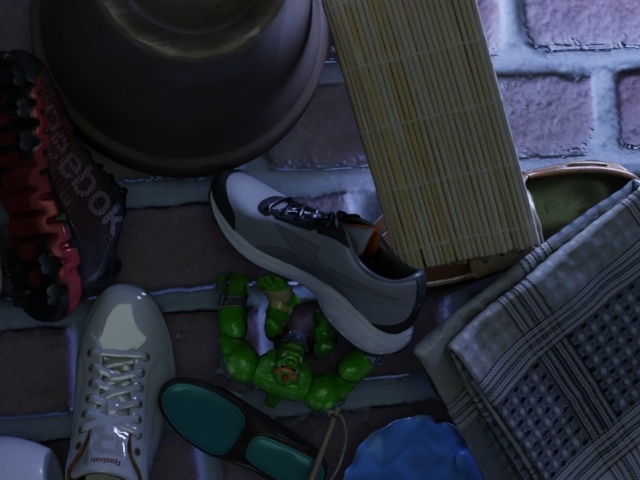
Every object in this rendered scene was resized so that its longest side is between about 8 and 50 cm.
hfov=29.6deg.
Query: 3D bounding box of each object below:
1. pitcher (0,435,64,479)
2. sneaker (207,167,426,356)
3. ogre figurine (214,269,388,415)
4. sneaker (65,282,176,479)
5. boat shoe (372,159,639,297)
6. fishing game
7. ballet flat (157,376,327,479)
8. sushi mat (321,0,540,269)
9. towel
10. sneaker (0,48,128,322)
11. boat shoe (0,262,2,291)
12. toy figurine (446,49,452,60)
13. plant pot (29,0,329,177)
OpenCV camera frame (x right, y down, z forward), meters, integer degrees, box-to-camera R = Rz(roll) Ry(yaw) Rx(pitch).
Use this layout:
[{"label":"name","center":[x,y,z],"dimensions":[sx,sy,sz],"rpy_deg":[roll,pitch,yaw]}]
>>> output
[{"label":"pitcher","center":[-0.370,0.242,1.219],"dimensions":[0.207,0.125,0.178],"rpy_deg":[-9,72,2]},{"label":"sneaker","center":[0.000,0.000,1.259],"dimensions":[0.271,0.100,0.108],"rpy_deg":[36,124,17]},{"label":"ogre figurine","center":[-0.027,0.116,1.291],"dimensions":[0.197,0.097,0.118],"rpy_deg":[29,63,-21]},{"label":"sneaker","center":[-0.203,0.186,1.240],"dimensions":[0.106,0.123,0.290],"rpy_deg":[3,84,-7]},{"label":"boat shoe","center":[0.201,-0.024,1.319],"dimensions":[0.324,0.120,0.123],"rpy_deg":[-19,88,-10]},{"label":"fishing game","center":[0.095,0.278,1.306],"dimensions":[0.264,0.041,0.189],"rpy_deg":[24,82,-24]},{"label":"ballet flat","center":[-0.084,0.202,1.282],"dimensions":[0.203,0.074,0.074],"rpy_deg":[32,82,-11]},{"label":"sushi mat","center":[0.111,-0.123,1.223],"dimensions":[0.151,0.019,0.316],"rpy_deg":[-14,103,12]},{"label":"towel","center":[0.287,0.143,1.298],"dimensions":[0.324,0.056,0.312],"rpy_deg":[-36,116,-9]},{"label":"sneaker","center":[-0.270,-0.062,1.242],"dimensions":[0.135,0.097,0.276],"rpy_deg":[-21,104,-48]},{"label":"boat shoe","center":[-0.394,-0.067,1.238],"dimensions":[0.091,0.109,0.305],"rpy_deg":[-7,86,36]},{"label":"toy figurine","center":[0.155,-0.367,1.313],"dimensions":[0.217,0.191,0.362],"rpy_deg":[-19,90,-15]},{"label":"plant pot","center":[-0.137,-0.239,1.205],"dimensions":[0.323,0.280,0.323],"rpy_deg":[1,85,-8]}]
